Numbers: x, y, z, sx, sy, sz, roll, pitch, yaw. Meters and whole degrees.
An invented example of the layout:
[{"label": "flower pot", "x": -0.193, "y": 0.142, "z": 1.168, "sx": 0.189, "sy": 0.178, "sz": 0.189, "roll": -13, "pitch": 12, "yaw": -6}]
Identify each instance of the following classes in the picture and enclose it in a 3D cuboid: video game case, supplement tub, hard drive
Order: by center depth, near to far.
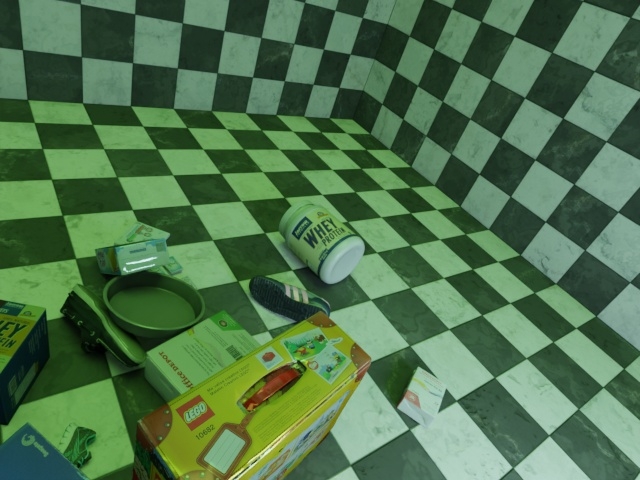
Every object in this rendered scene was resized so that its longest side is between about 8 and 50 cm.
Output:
[{"label": "hard drive", "x": -0.637, "y": 0.545, "z": 0.792, "sx": 0.210, "sy": 0.040, "sz": 0.319, "roll": 31, "pitch": 48, "yaw": 14}, {"label": "video game case", "x": -0.679, "y": -0.006, "z": 1.599, "sx": 0.143, "sy": 0.019, "sz": 0.157, "roll": 21, "pitch": 34, "yaw": -2}, {"label": "supplement tub", "x": 0.000, "y": 0.000, "z": 1.767, "sx": 0.235, "sy": 0.236, "sz": 0.324, "roll": -19, "pitch": 51, "yaw": -44}]

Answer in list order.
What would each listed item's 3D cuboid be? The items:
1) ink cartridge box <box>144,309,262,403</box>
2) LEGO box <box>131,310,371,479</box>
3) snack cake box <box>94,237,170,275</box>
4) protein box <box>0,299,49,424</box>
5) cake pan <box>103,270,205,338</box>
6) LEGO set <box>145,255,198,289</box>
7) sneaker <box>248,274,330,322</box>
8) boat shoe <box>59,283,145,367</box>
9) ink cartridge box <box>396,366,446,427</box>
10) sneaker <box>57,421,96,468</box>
[{"label": "ink cartridge box", "x": -0.330, "y": 0.355, "z": 1.208, "sx": 0.201, "sy": 0.117, "sz": 0.278, "roll": 37, "pitch": 37, "yaw": 21}, {"label": "LEGO box", "x": -0.150, "y": 0.440, "z": 0.966, "sx": 0.193, "sy": 0.373, "sz": 0.499, "roll": 39, "pitch": 38, "yaw": 25}, {"label": "snack cake box", "x": -0.617, "y": 0.052, "z": 1.365, "sx": 0.152, "sy": 0.089, "sz": 0.264, "roll": -16, "pitch": 8, "yaw": -40}, {"label": "protein box", "x": -0.769, "y": 0.285, "z": 0.995, "sx": 0.135, "sy": 0.200, "sz": 0.201, "roll": 14, "pitch": 35, "yaw": -12}, {"label": "cake pan", "x": -0.501, "y": 0.194, "z": 1.264, "sx": 0.292, "sy": 0.054, "sz": 0.293, "roll": 21, "pitch": 20, "yaw": -8}, {"label": "LEGO set", "x": -0.530, "y": 0.147, "z": 1.442, "sx": 0.182, "sy": 0.060, "sz": 0.244, "roll": -23, "pitch": 54, "yaw": -41}, {"label": "sneaker", "x": -0.111, "y": 0.215, "z": 1.552, "sx": 0.318, "sy": 0.112, "sz": 0.131, "roll": 28, "pitch": 18, "yaw": 5}, {"label": "boat shoe", "x": -0.632, "y": 0.263, "z": 1.187, "sx": 0.340, "sy": 0.127, "sz": 0.113, "roll": 38, "pitch": 77, "yaw": 19}, {"label": "ink cartridge box", "x": 0.349, "y": 0.510, "z": 1.408, "sx": 0.115, "sy": 0.067, "sz": 0.198, "roll": 31, "pitch": 35, "yaw": 14}, {"label": "sneaker", "x": -0.562, "y": 0.496, "z": 0.945, "sx": 0.076, "sy": 0.065, "sz": 0.167, "roll": 17, "pitch": 36, "yaw": -16}]
